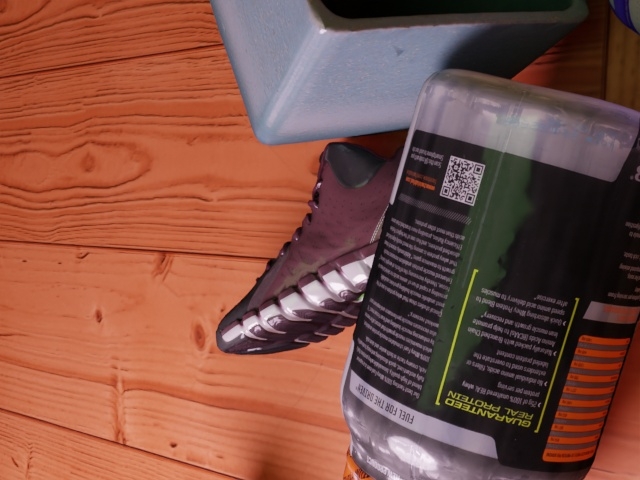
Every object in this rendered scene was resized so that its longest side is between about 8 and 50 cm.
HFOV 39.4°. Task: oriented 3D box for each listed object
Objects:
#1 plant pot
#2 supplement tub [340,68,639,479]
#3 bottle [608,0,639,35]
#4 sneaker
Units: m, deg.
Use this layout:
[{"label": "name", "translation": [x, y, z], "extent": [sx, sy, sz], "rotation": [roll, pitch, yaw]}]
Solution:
[{"label": "plant pot", "translation": [0.027, -0.213, 0.789], "extent": [0.252, 0.247, 0.248], "rotation": [-51, 54, 57]}, {"label": "supplement tub", "translation": [0.137, 0.053, 0.696], "extent": [0.207, 0.207, 0.338], "rotation": [22, 101, 39]}, {"label": "bottle", "translation": [0.259, -0.198, 0.635], "extent": [0.283, 0.092, 0.118], "rotation": [-118, 18, -50]}, {"label": "sneaker", "translation": [0.000, 0.000, 0.896], "extent": [0.281, 0.106, 0.163], "rotation": [-29, 64, 24]}]
